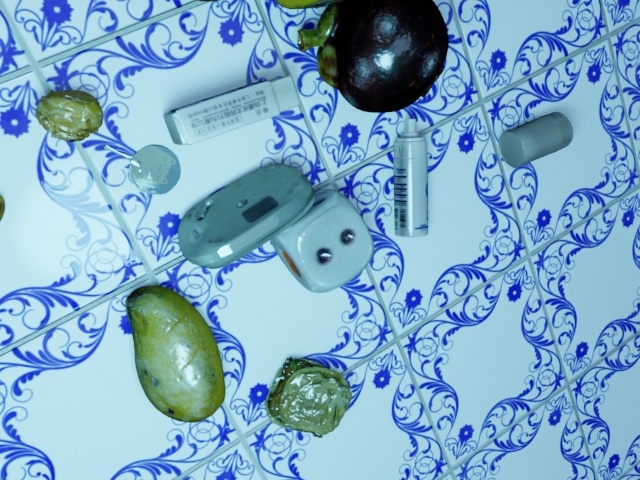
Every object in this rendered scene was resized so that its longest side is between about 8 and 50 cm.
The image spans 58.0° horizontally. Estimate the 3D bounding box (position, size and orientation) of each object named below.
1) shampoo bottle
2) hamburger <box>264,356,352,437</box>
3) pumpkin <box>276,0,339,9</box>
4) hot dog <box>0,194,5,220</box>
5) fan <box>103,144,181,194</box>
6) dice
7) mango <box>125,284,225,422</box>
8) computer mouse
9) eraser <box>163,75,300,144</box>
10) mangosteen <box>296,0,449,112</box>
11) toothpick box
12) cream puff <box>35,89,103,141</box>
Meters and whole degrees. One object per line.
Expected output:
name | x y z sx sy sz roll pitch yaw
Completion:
shampoo bottle | 0.237 -0.163 1.512 0.092 0.092 0.303 -6 101 -22
hamburger | -0.032 0.405 1.499 0.206 0.130 0.183 21 89 -6
pumpkin | -0.038 -0.625 1.290 0.169 0.148 0.312 -28 86 -40
hot dog | -0.696 -0.046 1.153 0.140 0.060 0.090 -43 108 -7
fan | -0.397 -0.170 1.286 0.175 0.005 0.113 25 90 -26
dice | 0.000 0.000 1.386 0.192 0.193 0.194 -34 109 -13
mango | -0.327 0.255 1.320 0.177 0.176 0.329 -12 86 -43
computer mouse | -0.168 -0.054 1.316 0.331 0.197 0.095 -32 144 -13
eraser | -0.198 -0.290 1.284 0.279 0.124 0.081 -24 108 -18
mangosteen | 0.139 -0.449 1.324 0.297 0.297 0.313 -32 72 -15
toothpick box | 0.610 -0.286 1.638 0.181 0.111 0.111 -23 108 -17
cream puff | -0.509 -0.252 1.169 0.133 0.119 0.104 5 118 3
